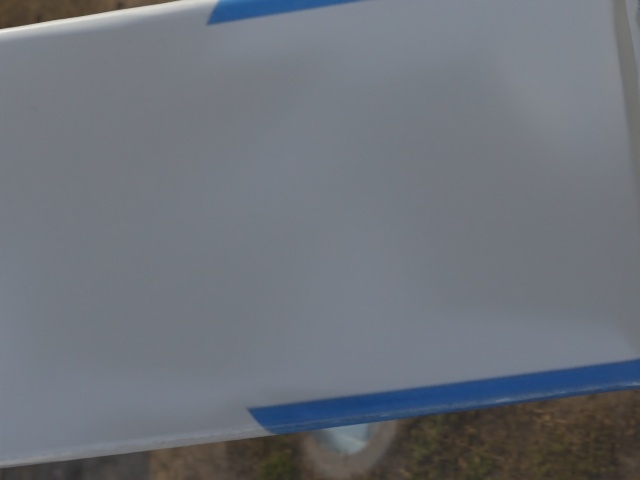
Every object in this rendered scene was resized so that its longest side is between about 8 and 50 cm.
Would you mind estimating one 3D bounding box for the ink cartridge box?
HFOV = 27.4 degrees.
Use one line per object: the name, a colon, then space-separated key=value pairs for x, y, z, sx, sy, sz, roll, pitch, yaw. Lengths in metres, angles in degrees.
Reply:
ink cartridge box: x=0.000 y=0.000 z=0.652 sx=0.285 sy=0.395 sz=0.166 roll=-8 pitch=86 yaw=6
